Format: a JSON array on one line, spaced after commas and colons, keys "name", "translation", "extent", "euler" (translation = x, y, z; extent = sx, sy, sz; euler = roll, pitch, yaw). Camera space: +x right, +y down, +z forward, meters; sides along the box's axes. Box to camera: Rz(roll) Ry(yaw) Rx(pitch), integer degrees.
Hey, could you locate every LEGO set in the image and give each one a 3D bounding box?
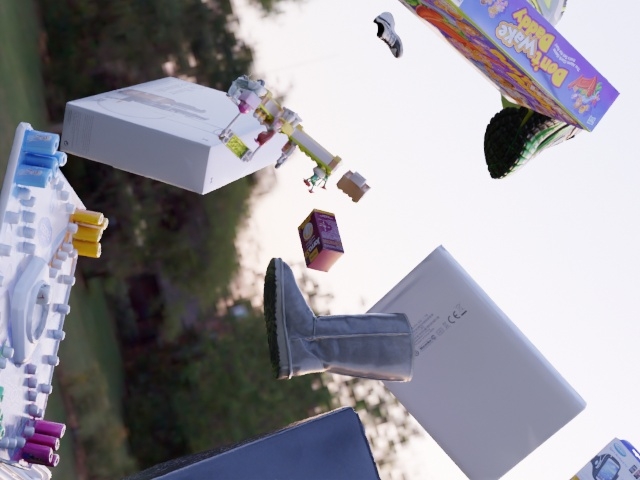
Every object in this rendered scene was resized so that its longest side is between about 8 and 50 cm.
[{"name": "LEGO set", "translation": [-0.057, -0.138, 1.973], "extent": [0.287, 0.107, 0.132], "euler": [43, -4, -28]}]

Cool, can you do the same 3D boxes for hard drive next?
[{"name": "hard drive", "translation": [0.211, 0.192, 1.884], "extent": [0.318, 0.210, 0.040], "euler": [48, 18, 5]}]

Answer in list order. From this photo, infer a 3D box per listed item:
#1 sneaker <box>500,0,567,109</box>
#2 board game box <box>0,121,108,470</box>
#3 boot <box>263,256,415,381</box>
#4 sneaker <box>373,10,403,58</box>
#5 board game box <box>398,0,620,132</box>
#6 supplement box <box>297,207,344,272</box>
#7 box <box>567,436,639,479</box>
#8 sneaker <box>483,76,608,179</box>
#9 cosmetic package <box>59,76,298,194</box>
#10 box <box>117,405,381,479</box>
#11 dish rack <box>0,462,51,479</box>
[{"name": "sneaker", "translation": [0.400, -0.401, 2.581], "extent": [0.145, 0.147, 0.384], "euler": [39, -38, 41]}, {"name": "board game box", "translation": [-0.365, 0.093, 1.634], "extent": [0.390, 0.050, 0.389], "euler": [90, 9, -75]}, {"name": "boot", "translation": [0.028, 0.113, 1.785], "extent": [0.076, 0.209, 0.189], "euler": [150, -64, -72]}, {"name": "sneaker", "translation": [0.112, -0.344, 2.130], "extent": [0.032, 0.037, 0.083], "euler": [0, -64, 58]}, {"name": "board game box", "translation": [0.264, -0.314, 1.905], "extent": [0.347, 0.078, 0.233], "euler": [36, 0, -30]}, {"name": "supplement box", "translation": [0.000, 0.000, 1.970], "extent": [0.055, 0.043, 0.083], "euler": [-49, -139, 37]}, {"name": "box", "translation": [0.430, 0.352, 1.861], "extent": [0.081, 0.136, 0.028], "euler": [50, -38, 13]}, {"name": "sneaker", "translation": [0.460, -0.226, 2.574], "extent": [0.343, 0.146, 0.134], "euler": [-41, -128, 47]}, {"name": "cosmetic package", "translation": [-0.244, -0.198, 2.270], "extent": [0.377, 0.285, 0.097], "euler": [-34, 140, -64]}, {"name": "box", "translation": [-0.219, 0.454, 1.656], "extent": [0.472, 0.480, 0.297], "euler": [-27, -100, 45]}, {"name": "dish rack", "translation": [-0.636, 0.421, 2.120], "extent": [0.333, 0.286, 0.072], "euler": [64, 9, -56]}]
